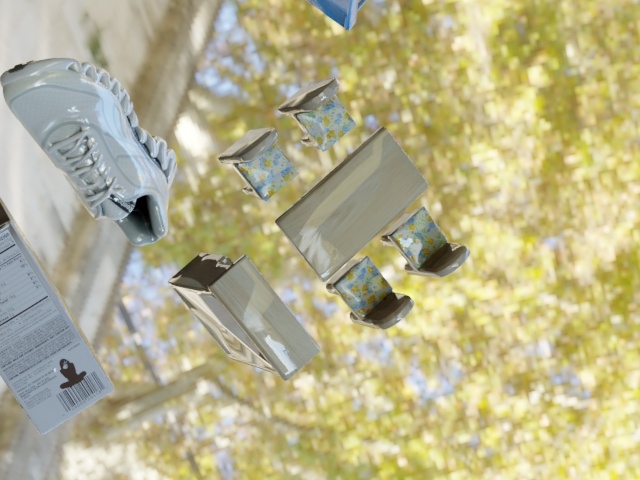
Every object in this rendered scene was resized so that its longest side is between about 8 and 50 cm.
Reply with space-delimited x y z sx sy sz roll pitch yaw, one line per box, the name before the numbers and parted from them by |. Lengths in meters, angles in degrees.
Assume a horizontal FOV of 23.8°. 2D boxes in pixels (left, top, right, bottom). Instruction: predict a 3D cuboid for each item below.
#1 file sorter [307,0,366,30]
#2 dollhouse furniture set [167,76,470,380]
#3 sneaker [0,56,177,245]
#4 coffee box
file sorter | 0.011 -0.276 1.251 0.118 0.170 0.104 38 -104 9
dollhouse furniture set | 0.000 0.000 1.375 0.242 0.212 0.161 -42 -166 -14
sneaker | -0.243 -0.096 1.654 0.110 0.292 0.118 -19 -124 19
coffee box | -0.330 0.066 1.620 0.098 0.246 0.141 -32 -146 -9
